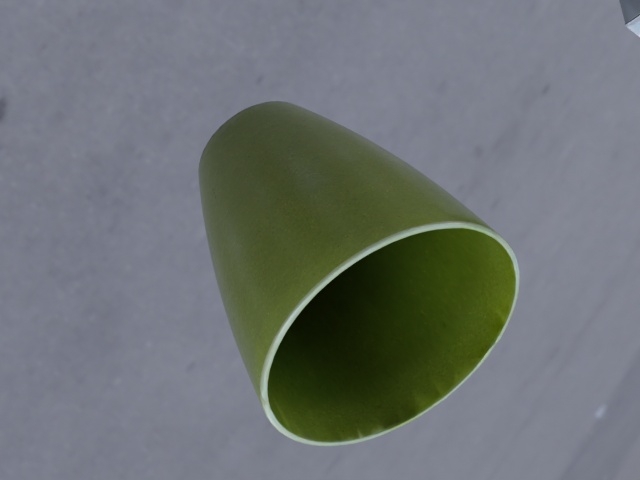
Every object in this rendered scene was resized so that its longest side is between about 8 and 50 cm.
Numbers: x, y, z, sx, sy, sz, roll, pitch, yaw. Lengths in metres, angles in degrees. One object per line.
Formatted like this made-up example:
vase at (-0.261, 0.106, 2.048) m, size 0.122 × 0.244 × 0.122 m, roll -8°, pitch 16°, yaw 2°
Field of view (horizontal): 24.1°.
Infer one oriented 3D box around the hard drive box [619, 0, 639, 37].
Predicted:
hard drive box at (0.394, -0.295, 1.626) m, size 0.089 × 0.232 × 0.181 m, roll -34°, pitch 133°, yaw 32°

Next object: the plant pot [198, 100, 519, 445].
plant pot at (0.000, 0.000, 1.471) m, size 0.274 × 0.293 × 0.275 m, roll -21°, pitch 139°, yaw -19°
